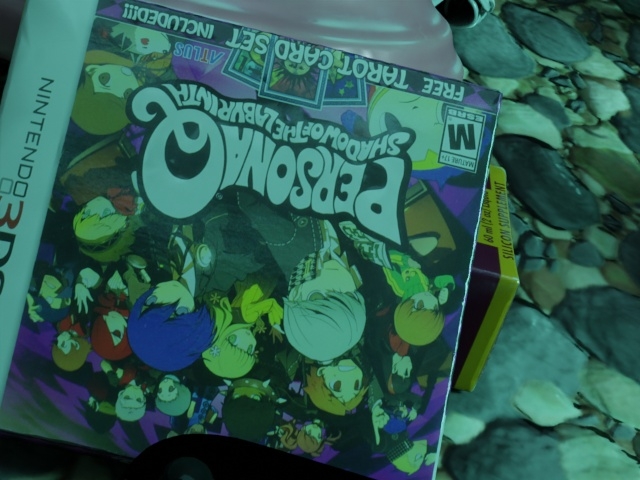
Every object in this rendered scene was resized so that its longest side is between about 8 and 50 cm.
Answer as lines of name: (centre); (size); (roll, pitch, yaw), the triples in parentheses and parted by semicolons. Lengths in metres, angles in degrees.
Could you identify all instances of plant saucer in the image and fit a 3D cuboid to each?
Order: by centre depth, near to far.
plant saucer: (-0.072, -0.154, 0.936); (0.332, 0.084, 0.332); (13, 18, -4)

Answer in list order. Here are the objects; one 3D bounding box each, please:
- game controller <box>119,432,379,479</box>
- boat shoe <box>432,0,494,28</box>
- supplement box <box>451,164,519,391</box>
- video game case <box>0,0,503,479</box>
game controller: (0.058, 0.180, 0.635); (0.319, 0.067, 0.166); (17, 35, -2)
boat shoe: (0.089, -0.176, 1.136); (0.063, 0.066, 0.184); (49, 41, 15)
supplement box: (0.000, 0.000, 0.838); (0.188, 0.080, 0.104); (12, 36, -8)
video game case: (-0.045, 0.005, 0.742); (0.232, 0.042, 0.210); (14, 77, -8)
